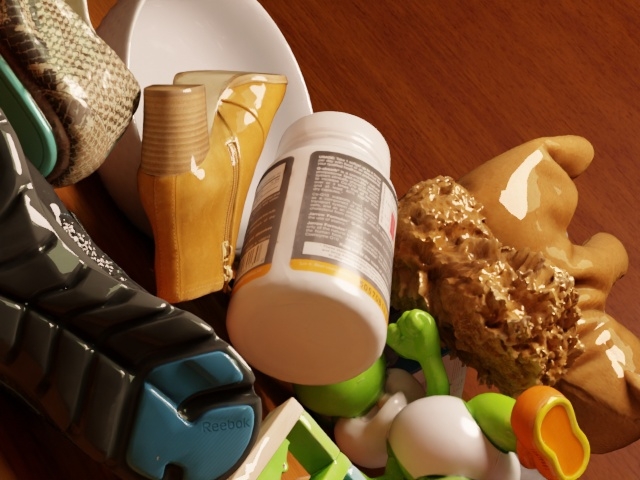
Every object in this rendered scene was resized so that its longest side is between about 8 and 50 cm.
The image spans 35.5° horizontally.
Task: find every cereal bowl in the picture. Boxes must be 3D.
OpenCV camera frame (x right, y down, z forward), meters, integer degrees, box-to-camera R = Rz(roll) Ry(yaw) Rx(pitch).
[{"bbox_3d":[-0.152,-0.134,1.162,0.339,0.141,0.339,23,62,-50],"label":"cereal bowl"}]

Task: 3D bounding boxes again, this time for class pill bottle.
[{"bbox_3d":[0.000,0.000,1.059,0.162,0.162,0.278,47,35,-32],"label":"pill bottle"}]

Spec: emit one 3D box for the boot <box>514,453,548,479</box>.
[{"bbox_3d":[0.219,0.329,1.576,0.222,0.118,0.338,40,-3,-41],"label":"boot"}]

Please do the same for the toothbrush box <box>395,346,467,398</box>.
[{"bbox_3d":[0.084,0.117,1.480,0.295,0.126,0.216,56,-18,30],"label":"toothbrush box"}]

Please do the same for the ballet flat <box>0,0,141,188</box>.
[{"bbox_3d":[-0.327,-0.262,0.824,0.483,0.164,0.182,51,44,-16],"label":"ballet flat"}]

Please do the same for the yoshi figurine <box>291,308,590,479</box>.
[{"bbox_3d":[0.083,0.180,1.046,0.362,0.203,0.203,14,-72,54],"label":"yoshi figurine"}]

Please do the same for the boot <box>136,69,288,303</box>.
[{"bbox_3d":[-0.107,-0.062,1.014,0.295,0.104,0.211,-42,134,-68],"label":"boot"}]

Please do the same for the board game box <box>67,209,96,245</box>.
[{"bbox_3d":[-0.162,0.071,0.759,0.260,0.030,0.136,52,4,16],"label":"board game box"}]

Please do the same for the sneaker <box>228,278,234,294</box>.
[{"bbox_3d":[-0.029,0.087,1.301,0.135,0.097,0.276,50,4,18],"label":"sneaker"}]

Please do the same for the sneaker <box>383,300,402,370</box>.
[{"bbox_3d":[0.052,0.133,1.244,0.223,0.083,0.098,-16,79,-39],"label":"sneaker"}]

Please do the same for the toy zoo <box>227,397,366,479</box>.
[{"bbox_3d":[0.033,0.267,0.677,0.293,0.030,0.192,50,28,-3],"label":"toy zoo"}]

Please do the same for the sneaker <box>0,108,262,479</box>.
[{"bbox_3d":[-0.190,0.024,0.585,0.341,0.125,0.139,47,-21,-6],"label":"sneaker"}]

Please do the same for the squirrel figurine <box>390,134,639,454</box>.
[{"bbox_3d":[0.245,0.095,1.206,0.397,0.281,0.370,-3,61,-53],"label":"squirrel figurine"}]

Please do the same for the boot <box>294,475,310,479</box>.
[{"bbox_3d":[0.020,0.256,0.854,0.152,0.073,0.197,45,3,38],"label":"boot"}]
